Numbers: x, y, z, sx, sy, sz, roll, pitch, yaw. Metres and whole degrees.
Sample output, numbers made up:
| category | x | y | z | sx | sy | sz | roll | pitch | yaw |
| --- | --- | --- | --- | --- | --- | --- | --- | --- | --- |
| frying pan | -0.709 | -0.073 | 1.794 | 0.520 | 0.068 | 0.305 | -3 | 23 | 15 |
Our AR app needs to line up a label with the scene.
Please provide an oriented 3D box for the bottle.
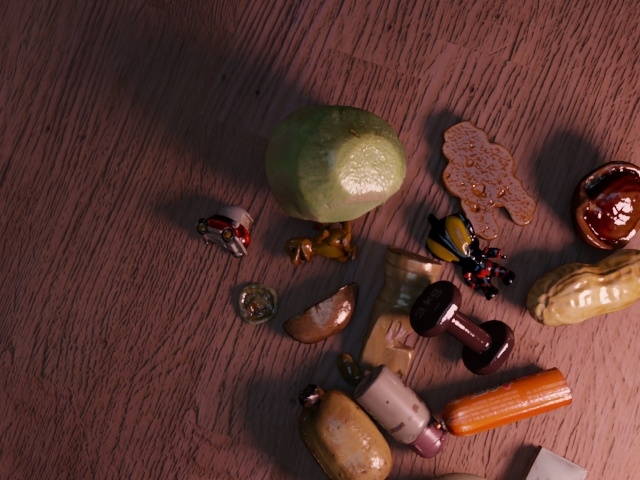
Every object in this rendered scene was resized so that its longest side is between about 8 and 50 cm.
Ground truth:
| category | x | y | z | sx | sy | sz | roll | pitch | yaw |
| --- | --- | --- | --- | --- | --- | --- | --- | --- | --- |
| bottle | 0.191 | 0.400 | 1.796 | 0.233 | 0.110 | 0.110 | 45 | 89 | -3 |

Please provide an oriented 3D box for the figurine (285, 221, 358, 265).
| category | x | y | z | sx | sy | sz | roll | pitch | yaw |
| --- | --- | --- | --- | --- | --- | --- | --- | --- | --- |
| figurine | -0.002 | -0.003 | 1.897 | 0.176 | 0.121 | 0.122 | -11 | 53 | 14 |

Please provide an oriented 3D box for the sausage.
| category | x | y | z | sx | sy | sz | roll | pitch | yaw |
| --- | --- | --- | --- | --- | --- | --- | --- | --- | --- |
| sausage | 0.404 | 0.372 | 1.766 | 0.312 | 0.093 | 0.093 | -15 | 81 | -5 |

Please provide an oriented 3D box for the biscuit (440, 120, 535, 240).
| category | x | y | z | sx | sy | sz | roll | pitch | yaw |
| --- | --- | --- | --- | --- | --- | --- | --- | --- | --- |
| biscuit | 0.390 | -0.150 | 1.888 | 0.186 | 0.044 | 0.295 | -22 | 82 | 0 |

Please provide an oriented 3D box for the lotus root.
| category | x | y | z | sx | sy | sz | roll | pitch | yaw |
| --- | --- | --- | --- | --- | --- | --- | --- | --- | --- |
| lotus root | 0.048 | 0.454 | 1.796 | 0.160 | 0.146 | 0.284 | -37 | 86 | -19 |

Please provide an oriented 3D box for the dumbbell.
| category | x | y | z | sx | sy | sz | roll | pitch | yaw |
| --- | --- | --- | --- | --- | --- | --- | --- | --- | --- |
| dumbbell | 0.319 | 0.198 | 1.761 | 0.225 | 0.124 | 0.140 | 37 | 89 | -24 |

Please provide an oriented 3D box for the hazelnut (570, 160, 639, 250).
| category | x | y | z | sx | sy | sz | roll | pitch | yaw |
| --- | --- | --- | --- | --- | --- | --- | --- | --- | --- |
| hazelnut | 0.662 | -0.076 | 1.788 | 0.170 | 0.160 | 0.201 | 6 | 78 | 6 |

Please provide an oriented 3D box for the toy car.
| category | x | y | z | sx | sy | sz | roll | pitch | yaw |
| --- | --- | --- | --- | --- | --- | --- | --- | --- | --- |
| toy car | -0.226 | -0.036 | 1.918 | 0.139 | 0.112 | 0.112 | 21 | 70 | 18 |

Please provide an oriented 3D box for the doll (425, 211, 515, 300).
| category | x | y | z | sx | sy | sz | roll | pitch | yaw |
| --- | --- | --- | --- | --- | --- | --- | --- | --- | --- |
| doll | 0.343 | 0.026 | 1.847 | 0.127 | 0.088 | 0.248 | -41 | 83 | 0 |

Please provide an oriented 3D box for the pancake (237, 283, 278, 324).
| category | x | y | z | sx | sy | sz | roll | pitch | yaw |
| --- | --- | --- | --- | --- | --- | --- | --- | --- | --- |
| pancake | -0.154 | 0.154 | 1.921 | 0.108 | 0.017 | 0.108 | 0 | 86 | 7 |

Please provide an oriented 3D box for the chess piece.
| category | x | y | z | sx | sy | sz | roll | pitch | yaw |
| --- | --- | --- | --- | --- | --- | --- | --- | --- | --- |
| chess piece | 0.178 | 0.172 | 1.841 | 0.137 | 0.137 | 0.300 | 19 | 98 | 9 |

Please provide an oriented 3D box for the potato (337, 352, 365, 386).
| category | x | y | z | sx | sy | sz | roll | pitch | yaw |
| --- | --- | --- | --- | --- | --- | --- | --- | --- | --- |
| potato | 0.070 | 0.312 | 1.861 | 0.046 | 0.045 | 0.092 | -33 | 83 | -26 |

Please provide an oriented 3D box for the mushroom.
| category | x | y | z | sx | sy | sz | roll | pitch | yaw |
| --- | --- | --- | --- | --- | --- | --- | --- | --- | --- |
| mushroom | 0.011 | 0.183 | 1.871 | 0.210 | 0.072 | 0.094 | -27 | 89 | 2 |

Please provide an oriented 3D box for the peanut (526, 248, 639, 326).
| category | x | y | z | sx | sy | sz | roll | pitch | yaw |
| --- | --- | --- | --- | --- | --- | --- | --- | --- | --- |
| peanut | 0.620 | 0.107 | 1.774 | 0.306 | 0.147 | 0.147 | -14 | 81 | 3 |

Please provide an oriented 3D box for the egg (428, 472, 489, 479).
| category | x | y | z | sx | sy | sz | roll | pitch | yaw |
| --- | --- | --- | --- | --- | --- | --- | --- | --- | --- |
| egg | 0.324 | 0.610 | 1.719 | 0.253 | 0.186 | 0.186 | 18 | 85 | 5 |

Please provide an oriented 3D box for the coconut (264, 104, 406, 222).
| category | x | y | z | sx | sy | sz | roll | pitch | yaw |
| --- | --- | --- | --- | --- | --- | --- | --- | --- | --- |
| coconut | 0.028 | -0.180 | 1.822 | 0.329 | 0.328 | 0.281 | -28 | 111 | 2 |

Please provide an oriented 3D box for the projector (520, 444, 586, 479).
| category | x | y | z | sx | sy | sz | roll | pitch | yaw |
| --- | --- | --- | --- | --- | --- | --- | --- | --- | --- |
| projector | 0.517 | 0.556 | 1.769 | 0.115 | 0.061 | 0.147 | 26 | 86 | 10 |
